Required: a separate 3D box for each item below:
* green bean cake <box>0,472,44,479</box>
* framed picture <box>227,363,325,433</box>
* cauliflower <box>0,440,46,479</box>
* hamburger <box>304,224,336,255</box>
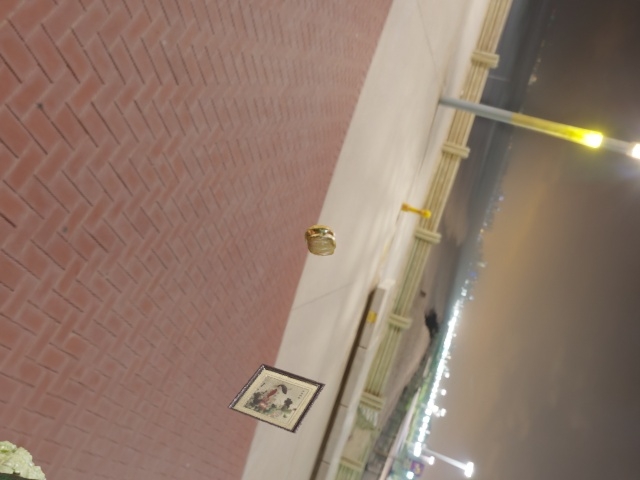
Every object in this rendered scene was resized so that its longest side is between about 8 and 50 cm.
[{"bbox_3d":[-0.568,0.495,0.813,0.300,0.308,0.169,-33,126,-70],"label":"green bean cake"},{"bbox_3d":[-0.111,0.410,1.427,0.195,0.199,0.010,-46,144,-54],"label":"framed picture"},{"bbox_3d":[-0.761,0.584,1.220,0.260,0.327,0.281,-22,92,-55],"label":"cauliflower"},{"bbox_3d":[0.000,0.000,1.300,0.083,0.076,0.044,88,4,-51],"label":"hamburger"}]
